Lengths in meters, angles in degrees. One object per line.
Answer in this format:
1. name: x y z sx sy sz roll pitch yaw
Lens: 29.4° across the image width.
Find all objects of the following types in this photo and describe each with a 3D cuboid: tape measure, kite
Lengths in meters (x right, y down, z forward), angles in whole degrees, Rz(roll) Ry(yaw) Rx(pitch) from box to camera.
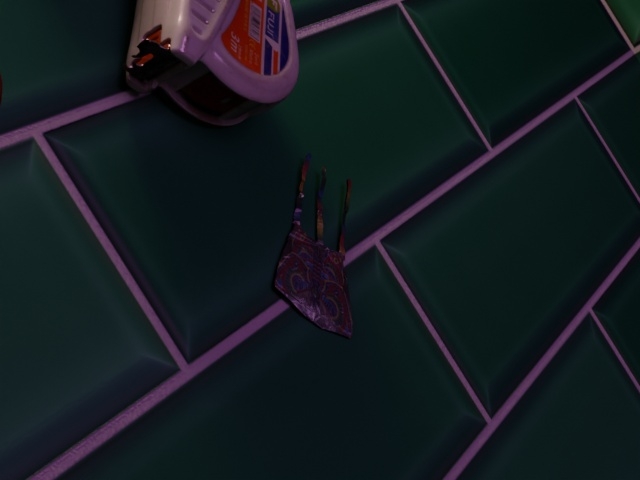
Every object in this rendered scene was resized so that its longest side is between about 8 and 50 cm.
1. tape measure: -0.148 -0.281 1.645 0.265 0.130 0.258 33 44 -40
2. kite: 0.000 0.000 1.714 0.152 0.015 0.285 38 42 -32

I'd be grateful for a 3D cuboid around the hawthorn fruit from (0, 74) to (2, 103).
1. hawthorn fruit: -0.394 -0.145 1.194 0.173 0.173 0.173 31 43 -34
